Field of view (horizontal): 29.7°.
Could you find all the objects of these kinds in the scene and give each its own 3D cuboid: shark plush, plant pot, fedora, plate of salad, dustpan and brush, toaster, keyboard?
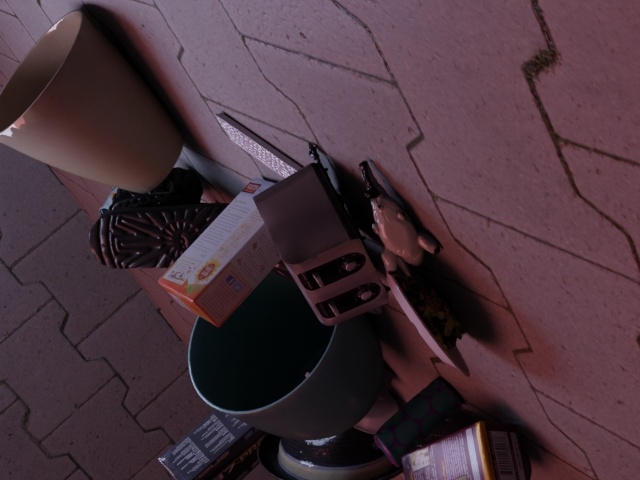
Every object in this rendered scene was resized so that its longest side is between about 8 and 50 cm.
[{"bbox_3d":[0.083,-0.026,1.529,0.161,0.073,0.067,47,-162,-20],"label":"shark plush"},{"bbox_3d":[-0.031,0.196,1.990,0.293,0.293,0.235,32,172,46],"label":"plant pot"},{"bbox_3d":[0.025,0.364,2.382,0.334,0.334,0.152,22,120,59],"label":"fedora"},{"bbox_3d":[0.148,0.093,1.605,0.200,0.048,0.200,53,-172,-12],"label":"plate of salad"},{"bbox_3d":[0.120,0.329,2.263,0.211,0.060,0.147,18,-154,-4],"label":"dustpan and brush"},{"bbox_3d":[0.000,0.000,1.629,0.186,0.110,0.168,63,180,37],"label":"toaster"},{"bbox_3d":[-0.067,-0.115,1.790,0.256,0.014,0.072,37,162,37],"label":"keyboard"},{"bbox_3d":[-0.376,-0.204,2.045,0.274,0.256,0.256,37,171,-27],"label":"plant pot"}]

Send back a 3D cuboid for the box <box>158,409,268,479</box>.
[{"bbox_3d":[-0.162,0.416,2.663,0.097,0.395,0.318,44,164,19],"label":"box"}]

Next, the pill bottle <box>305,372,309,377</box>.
[{"bbox_3d":[-0.060,0.228,2.289,0.131,0.131,0.229,52,-176,-14],"label":"pill bottle"}]

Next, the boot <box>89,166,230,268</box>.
[{"bbox_3d":[-0.225,-0.039,2.154,0.260,0.348,0.131,-73,-12,-72],"label":"boot"}]

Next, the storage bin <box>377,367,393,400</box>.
[{"bbox_3d":[0.072,0.242,2.184,0.091,0.098,0.135,22,170,-13],"label":"storage bin"}]

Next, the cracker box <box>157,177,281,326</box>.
[{"bbox_3d":[-0.126,0.014,1.848,0.067,0.232,0.155,47,167,-26],"label":"cracker box"}]

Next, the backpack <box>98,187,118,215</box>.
[{"bbox_3d":[-0.352,-0.051,2.467,0.188,0.144,0.166,25,168,-5],"label":"backpack"}]

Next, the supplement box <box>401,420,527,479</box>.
[{"bbox_3d":[0.215,0.351,1.823,0.188,0.081,0.104,-35,54,45],"label":"supplement box"}]

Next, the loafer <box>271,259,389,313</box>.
[{"bbox_3d":[0.007,0.029,1.808,0.109,0.095,0.302,35,171,-33],"label":"loafer"}]

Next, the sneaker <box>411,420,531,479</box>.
[{"bbox_3d":[0.259,0.355,1.961,0.131,0.112,0.319,23,172,-28],"label":"sneaker"}]

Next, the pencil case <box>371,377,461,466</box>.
[{"bbox_3d":[0.155,0.291,1.930,0.064,0.151,0.070,34,159,49],"label":"pencil case"}]
